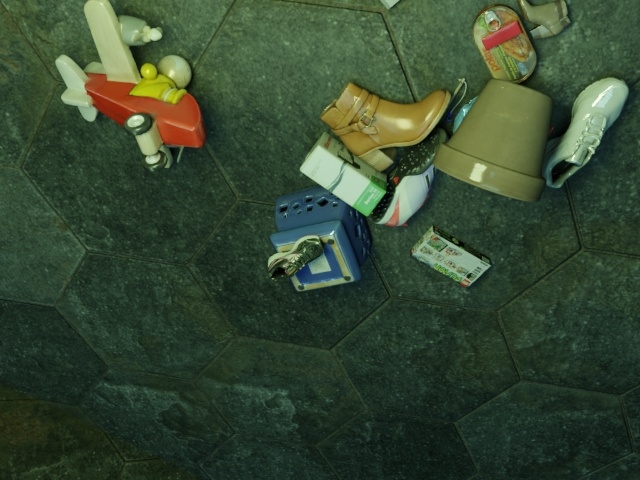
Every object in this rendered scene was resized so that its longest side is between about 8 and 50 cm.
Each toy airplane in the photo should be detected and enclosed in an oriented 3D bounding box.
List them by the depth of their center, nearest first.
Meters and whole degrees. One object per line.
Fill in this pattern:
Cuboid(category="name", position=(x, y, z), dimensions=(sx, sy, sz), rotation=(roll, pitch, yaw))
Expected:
Cuboid(category="toy airplane", position=(-0.440, -0.362, 1.461), dimensions=(0.384, 0.272, 0.386), rotation=(51, 156, -14))

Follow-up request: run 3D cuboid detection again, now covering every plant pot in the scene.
Cuboid(category="plant pot", position=(0.418, -0.237, 1.372), dimensions=(0.263, 0.263, 0.229), rotation=(18, 105, -4))
Cuboid(category="plant pot", position=(0.000, 0.000, 1.661), dimensions=(0.235, 0.212, 0.236), rotation=(-11, 125, 18))

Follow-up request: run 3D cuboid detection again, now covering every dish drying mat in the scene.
Cuboid(category="dish drying mat", position=(0.402, -0.456, 1.334), dimensions=(0.083, 0.008, 0.032), rotation=(-24, 120, 24))

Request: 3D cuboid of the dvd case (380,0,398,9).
Cuboid(category="dvd case", position=(0.179, -0.637, 1.263), dimensions=(0.238, 0.030, 0.179), rotation=(-33, 116, 30))

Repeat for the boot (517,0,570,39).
Cuboid(category="boot", position=(0.491, -0.501, 1.313), dimensions=(0.087, 0.042, 0.118), rotation=(-26, 120, 18))

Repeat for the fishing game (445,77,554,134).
Cuboid(category="fishing game", position=(0.425, -0.280, 1.490), dimensions=(0.264, 0.041, 0.189), rotation=(25, 127, 1))

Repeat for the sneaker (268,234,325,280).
Cuboid(category="sneaker", position=(-0.062, 0.057, 1.531), dimensions=(0.178, 0.077, 0.072), rotation=(-32, 117, 28))

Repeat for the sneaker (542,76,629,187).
Cuboid(category="sneaker", position=(0.629, -0.245, 1.426), dimensions=(0.111, 0.129, 0.297), rotation=(22, 126, -5))

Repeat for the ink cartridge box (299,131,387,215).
Cuboid(category="ink cartridge box", position=(0.063, -0.174, 1.538), dimensions=(0.208, 0.153, 0.087), rotation=(33, 114, -8))

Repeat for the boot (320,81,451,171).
Cuboid(category="boot", position=(0.156, -0.322, 1.474), dimensions=(0.220, 0.109, 0.283), rotation=(40, 130, -15))

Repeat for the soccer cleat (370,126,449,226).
Cuboid(category="soccer cleat", position=(0.253, -0.161, 1.581), dimensions=(0.116, 0.109, 0.318), rotation=(13, 129, -28))

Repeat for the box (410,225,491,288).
Cuboid(category="box", position=(0.378, 0.050, 1.748), dimensions=(0.207, 0.036, 0.114), rotation=(29, 126, -13))

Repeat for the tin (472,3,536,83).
Cuboid(category="tin", position=(0.417, -0.445, 1.366), dimensions=(0.106, 0.040, 0.190), rotation=(-26, 119, 21))
